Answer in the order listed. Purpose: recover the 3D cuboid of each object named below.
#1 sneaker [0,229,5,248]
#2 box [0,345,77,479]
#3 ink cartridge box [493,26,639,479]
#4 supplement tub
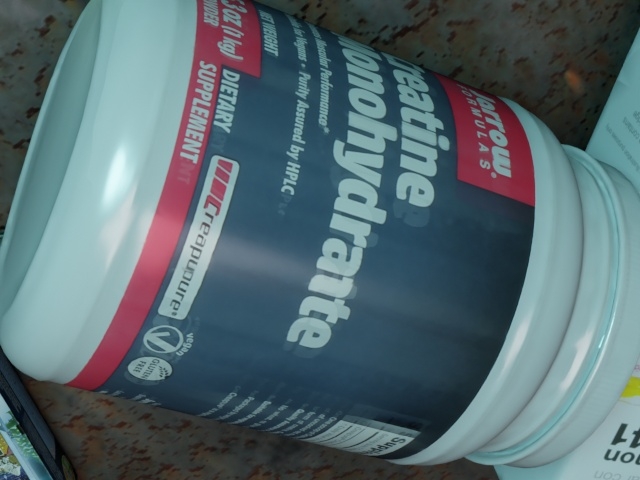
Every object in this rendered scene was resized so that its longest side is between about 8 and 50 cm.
[{"bbox_3d":[-0.155,0.006,0.582,0.083,0.031,0.035,-33,121,6],"label":"sneaker"},{"bbox_3d":[-0.278,0.134,0.619,0.233,0.044,0.159,-20,122,-2],"label":"box"},{"bbox_3d":[0.252,0.034,0.628,0.226,0.131,0.306,9,119,-15],"label":"ink cartridge box"},{"bbox_3d":[0.000,0.000,0.522,0.272,0.191,0.191,17,114,-22],"label":"supplement tub"}]
